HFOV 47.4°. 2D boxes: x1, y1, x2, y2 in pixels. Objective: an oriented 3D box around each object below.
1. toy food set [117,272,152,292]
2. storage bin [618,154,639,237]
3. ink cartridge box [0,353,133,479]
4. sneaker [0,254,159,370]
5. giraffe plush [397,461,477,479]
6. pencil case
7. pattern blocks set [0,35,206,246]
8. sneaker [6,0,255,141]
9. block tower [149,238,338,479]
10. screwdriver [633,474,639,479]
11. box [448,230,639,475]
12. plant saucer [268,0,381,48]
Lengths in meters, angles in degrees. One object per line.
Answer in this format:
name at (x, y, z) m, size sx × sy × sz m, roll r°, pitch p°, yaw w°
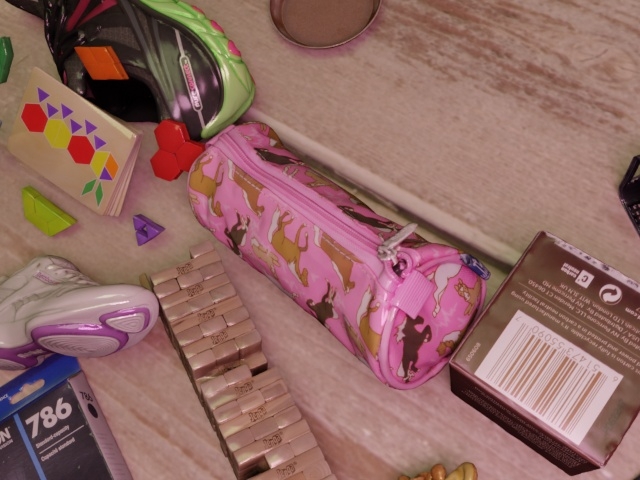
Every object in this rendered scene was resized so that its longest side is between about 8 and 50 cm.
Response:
toy food set at (-0.272, 0.098, 0.974) m, size 0.122 × 0.019 × 0.078 m, roll -30°, pitch 68°, yaw 8°
storage bin at (0.424, -0.016, 0.823) m, size 0.084 × 0.122 × 0.180 m, roll -21°, pitch 68°, yaw 3°
ink cartridge box at (-0.324, 0.298, 0.889) m, size 0.165 × 0.065 × 0.332 m, roll -34°, pitch 67°, yaw -1°
sneaker at (-0.326, 0.072, 0.910) m, size 0.305 × 0.114 × 0.152 m, roll -12°, pitch 58°, yaw 29°
giraffe plush at (0.119, 0.331, 0.751) m, size 0.181 × 0.210 × 0.170 m, roll -10°, pitch 40°, yaw 11°
pencil case at (0.000, 0.000, 0.817) m, size 0.386 × 0.160 × 0.167 m, roll 36°, pitch 118°, yaw 41°
pattern blocks set at (-0.325, -0.127, 0.976) m, size 0.325 × 0.026 × 0.285 m, roll 41°, pitch 116°, yaw 1°
sneaker at (-0.318, -0.288, 1.031) m, size 0.483 × 0.185 × 0.202 m, roll 34°, pitch 76°, yaw 21°
block tower at (-0.101, 0.166, 0.860) m, size 0.097 × 0.091 × 0.335 m, roll -21°, pitch 64°, yaw -18°
screwdriver at (0.316, 0.300, 0.787) m, size 0.170 × 0.024 × 0.025 m, roll -44°, pitch 40°, yaw -4°
box at (0.248, 0.125, 0.764) m, size 0.168 × 0.203 × 0.167 m, roll 33°, pitch 80°, yaw 19°
plant saucer at (0.008, -0.347, 1.071) m, size 0.168 × 0.029 × 0.168 m, roll -3°, pitch 71°, yaw 10°
